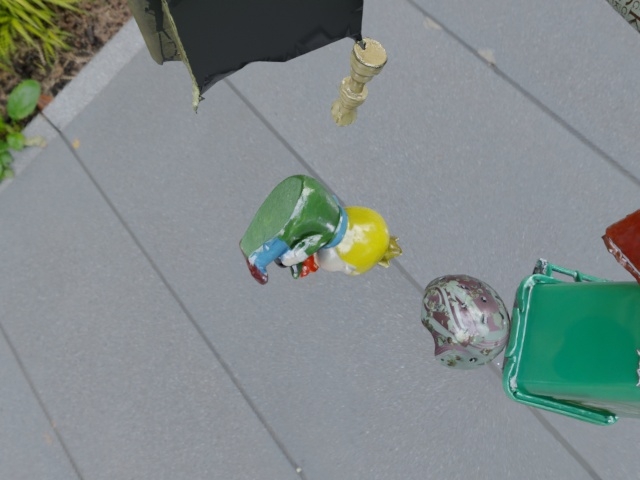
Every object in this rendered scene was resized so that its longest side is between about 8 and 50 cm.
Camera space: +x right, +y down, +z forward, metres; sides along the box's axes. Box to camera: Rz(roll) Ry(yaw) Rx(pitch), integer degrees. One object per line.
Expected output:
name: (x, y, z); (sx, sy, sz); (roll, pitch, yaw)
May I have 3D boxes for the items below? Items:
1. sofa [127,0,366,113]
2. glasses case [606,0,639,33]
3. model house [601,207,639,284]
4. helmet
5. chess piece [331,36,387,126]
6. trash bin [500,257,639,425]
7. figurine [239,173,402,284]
sofa: (-0.079, -0.290, 0.568); (0.258, 0.200, 0.182); (-23, 69, -8)
glasses case: (0.519, -0.351, 0.772); (0.085, 0.137, 0.355); (6, 48, -22)
model house: (0.506, -0.012, 0.633); (0.159, 0.254, 0.196); (-25, 70, -20)
helmet: (0.269, 0.136, 0.959); (0.152, 0.107, 0.177); (-10, 75, -24)
chess piece: (0.054, -0.245, 0.876); (0.060, 0.172, 0.060); (7, 63, -13)
trash bin: (0.521, 0.173, 0.942); (0.258, 0.381, 0.296); (17, 78, -8)
figurine: (0.005, 0.011, 0.843); (0.185, 0.234, 0.127); (-54, 46, 8)
